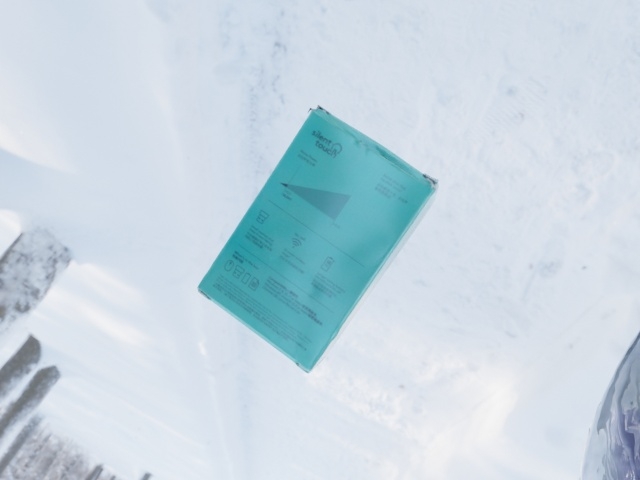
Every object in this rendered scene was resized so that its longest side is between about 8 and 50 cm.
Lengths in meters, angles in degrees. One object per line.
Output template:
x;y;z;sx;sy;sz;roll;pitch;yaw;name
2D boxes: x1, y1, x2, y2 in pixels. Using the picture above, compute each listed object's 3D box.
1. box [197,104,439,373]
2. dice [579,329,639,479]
0.000;0.000;0.836;0.205;0.311;0.118;34;-173;8;box
0.334;0.144;0.310;0.270;0.270;0.271;47;171;-36;dice
